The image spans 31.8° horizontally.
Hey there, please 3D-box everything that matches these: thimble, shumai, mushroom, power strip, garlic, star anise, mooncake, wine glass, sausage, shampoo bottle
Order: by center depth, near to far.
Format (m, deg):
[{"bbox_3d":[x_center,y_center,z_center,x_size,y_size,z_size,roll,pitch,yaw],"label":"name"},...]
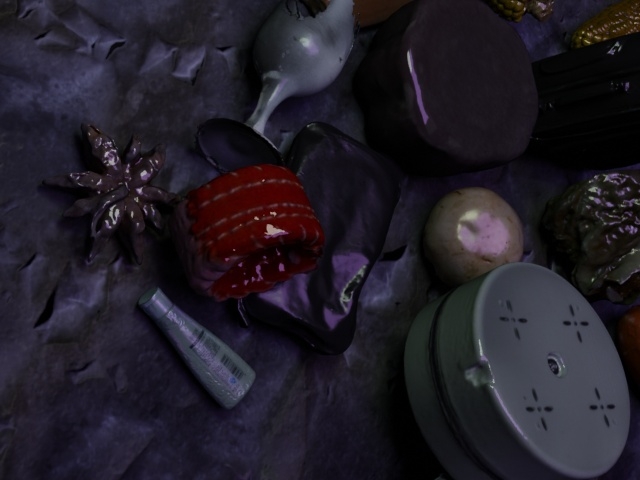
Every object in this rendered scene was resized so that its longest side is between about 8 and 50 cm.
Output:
[{"bbox_3d":[-0.255,-0.068,1.453,0.182,0.065,0.195,-36,101,-37],"label":"star anise"},{"bbox_3d":[-0.097,-0.009,1.469,0.189,0.163,0.125,-18,68,-17],"label":"thimble"},{"bbox_3d":[-0.166,0.139,1.492,0.191,0.041,0.069,48,62,-19],"label":"shampoo bottle"},{"bbox_3d":[-0.052,-0.229,1.601,0.143,0.143,0.321,40,57,-25],"label":"wine glass"},{"bbox_3d":[0.301,0.212,1.670,0.357,0.161,0.358,23,51,-32],"label":"power strip"},{"bbox_3d":[0.199,-0.237,1.782,0.306,0.154,0.306,9,75,-35],"label":"mooncake"},{"bbox_3d":[0.241,0.000,1.786,0.166,0.127,0.166,2,79,-13],"label":"mushroom"},{"bbox_3d":[0.102,-0.423,1.790,0.318,0.112,0.143,-27,100,-27],"label":"garlic"},{"bbox_3d":[0.515,0.002,1.955,0.255,0.189,0.218,3,77,-32],"label":"shumai"},{"bbox_3d":[0.623,0.226,2.031,0.258,0.133,0.133,54,54,-21],"label":"sausage"}]

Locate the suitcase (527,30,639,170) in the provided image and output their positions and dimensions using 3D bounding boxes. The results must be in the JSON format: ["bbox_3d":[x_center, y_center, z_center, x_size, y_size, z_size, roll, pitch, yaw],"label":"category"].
[{"bbox_3d":[0.520,-0.239,1.896,0.339,0.345,0.188,6,80,-45],"label":"suitcase"}]

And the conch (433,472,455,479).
[{"bbox_3d":[0.217,0.497,1.601,0.319,0.215,0.303,19,36,-50],"label":"conch"}]

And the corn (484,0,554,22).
[{"bbox_3d":[0.276,-0.492,1.877,0.119,0.119,0.322,-30,81,-38],"label":"corn"}]

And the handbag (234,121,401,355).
[{"bbox_3d":[-0.001,0.003,1.625,0.191,0.075,0.332,30,67,-24],"label":"handbag"}]

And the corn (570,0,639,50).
[{"bbox_3d":[0.574,-0.406,2.145,0.313,0.102,0.102,-37,104,-40],"label":"corn"}]
